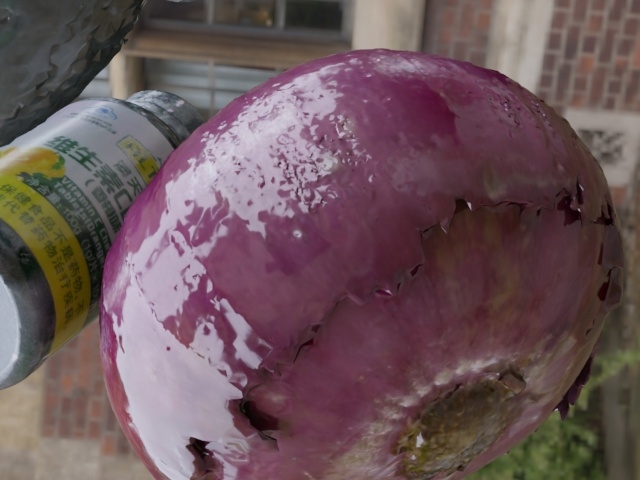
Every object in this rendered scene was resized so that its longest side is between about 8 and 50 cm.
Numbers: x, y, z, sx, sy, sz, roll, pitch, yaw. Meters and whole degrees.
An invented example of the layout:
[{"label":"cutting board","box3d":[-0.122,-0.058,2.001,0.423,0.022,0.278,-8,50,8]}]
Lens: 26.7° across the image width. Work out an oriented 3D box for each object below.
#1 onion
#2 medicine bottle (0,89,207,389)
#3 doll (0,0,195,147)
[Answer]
[{"label":"onion","box3d":[0.009,0.024,0.895,0.358,0.345,0.358,-43,-13,-13]},{"label":"medicine bottle","box3d":[-0.184,-0.018,0.986,0.293,0.141,0.141,-46,-34,-56]},{"label":"doll","box3d":[-0.159,-0.167,0.356,0.340,0.246,0.158,55,-132,-28]}]
